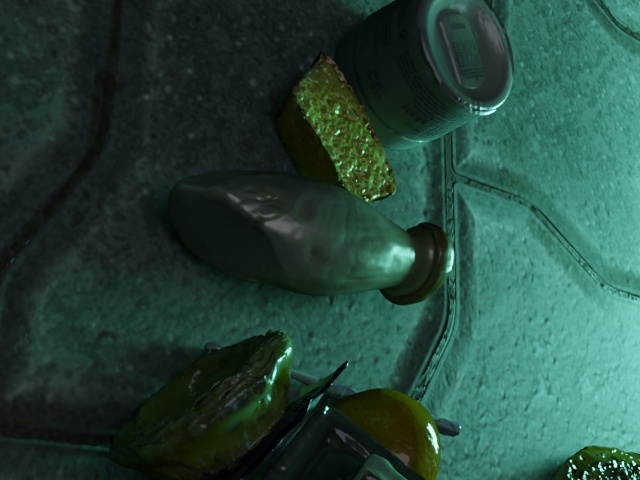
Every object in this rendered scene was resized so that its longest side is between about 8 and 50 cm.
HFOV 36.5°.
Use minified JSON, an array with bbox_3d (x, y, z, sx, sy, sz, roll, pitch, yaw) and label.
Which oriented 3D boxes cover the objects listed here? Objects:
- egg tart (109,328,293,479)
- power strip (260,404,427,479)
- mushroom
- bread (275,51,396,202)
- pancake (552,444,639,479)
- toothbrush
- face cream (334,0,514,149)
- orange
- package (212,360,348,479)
[{"bbox_3d":[-0.093,0.153,0.872,0.197,0.197,0.078,-42,101,-40],"label":"egg tart"},{"bbox_3d":[0.050,0.276,0.799,0.257,0.092,0.251,38,48,5],"label":"power strip"},{"bbox_3d":[0.000,0.000,1.043,0.350,0.128,0.128,15,66,-37],"label":"mushroom"},{"bbox_3d":[0.014,-0.120,1.135,0.103,0.065,0.187,-36,100,-39],"label":"bread"},{"bbox_3d":[0.441,0.387,1.204,0.356,0.065,0.356,16,35,-12],"label":"pancake"},{"bbox_3d":[0.022,0.173,1.068,0.354,0.024,0.029,23,68,-32],"label":"toothbrush"},{"bbox_3d":[0.130,-0.217,1.203,0.177,0.153,0.177,13,69,-36],"label":"face cream"},{"bbox_3d":[0.050,0.229,0.995,0.136,0.159,0.159,15,61,2],"label":"orange"},{"bbox_3d":[-0.056,0.192,0.903,0.027,0.173,0.171,46,50,4],"label":"package"}]
